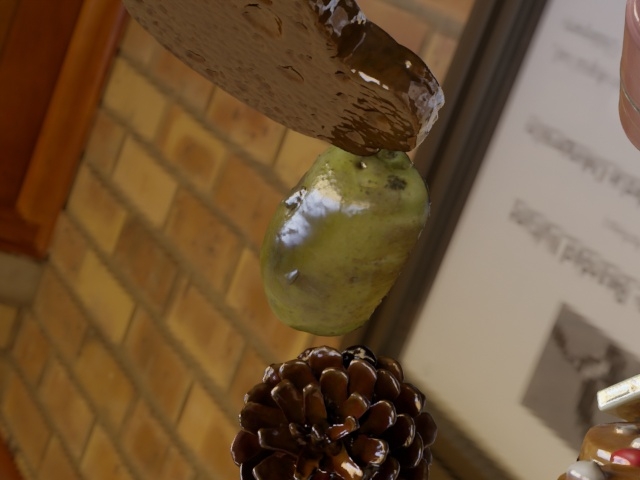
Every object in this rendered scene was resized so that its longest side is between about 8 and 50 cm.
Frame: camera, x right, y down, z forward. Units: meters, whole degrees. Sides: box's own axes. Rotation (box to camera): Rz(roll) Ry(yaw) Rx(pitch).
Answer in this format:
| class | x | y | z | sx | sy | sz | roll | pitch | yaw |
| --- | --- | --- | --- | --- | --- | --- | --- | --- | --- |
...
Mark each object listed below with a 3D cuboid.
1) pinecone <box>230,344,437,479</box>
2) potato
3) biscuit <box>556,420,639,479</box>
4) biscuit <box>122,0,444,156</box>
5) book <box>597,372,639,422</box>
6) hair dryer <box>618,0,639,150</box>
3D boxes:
| class | x | y | z | sx | sy | sz | roll | pitch | yaw |
| --- | --- | --- | --- | --- | --- | --- | --- | --- | --- |
| pinecone | 0.008 | 0.244 | 1.928 | 0.264 | 0.264 | 0.264 | 20 | -167 | -5 |
| potato | 0.000 | 0.000 | 1.717 | 0.111 | 0.271 | 0.160 | -12 | -122 | -36 |
| biscuit | 0.281 | 0.189 | 1.169 | 0.216 | 0.047 | 0.339 | 5 | -167 | -5 |
| biscuit | -0.049 | -0.198 | 1.444 | 0.359 | 0.074 | 0.381 | 32 | 165 | -5 |
| book | 0.413 | 0.127 | 1.423 | 0.202 | 0.264 | 0.027 | 24 | -129 | -36 |
| hair dryer | 0.365 | -0.266 | 1.457 | 0.125 | 0.352 | 0.210 | 13 | 162 | 14 |
